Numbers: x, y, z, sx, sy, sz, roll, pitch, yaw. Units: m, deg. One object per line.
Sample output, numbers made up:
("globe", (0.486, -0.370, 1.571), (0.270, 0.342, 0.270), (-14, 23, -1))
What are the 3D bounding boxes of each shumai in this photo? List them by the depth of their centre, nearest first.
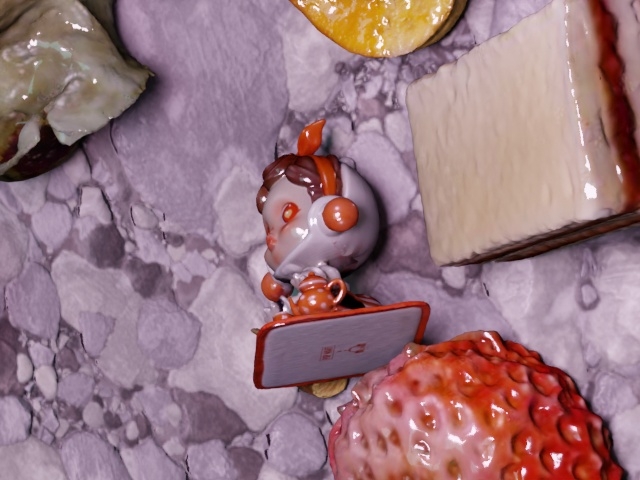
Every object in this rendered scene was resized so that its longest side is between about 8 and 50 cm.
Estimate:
("shumai", (-0.362, -0.217, 1.746), (0.395, 0.395, 0.348), (-12, 115, 33))

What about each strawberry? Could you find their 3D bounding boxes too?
("strawberry", (0.147, 0.248, 1.531), (0.265, 0.149, 0.336), (-45, 71, 25))

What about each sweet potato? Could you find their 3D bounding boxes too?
("sweet potato", (-0.027, 0.117, 1.693), (0.117, 0.049, 0.049), (32, 109, 30))

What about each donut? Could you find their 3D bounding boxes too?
("donut", (0.061, -0.262, 1.597), (0.190, 0.074, 0.174), (30, 107, 23))

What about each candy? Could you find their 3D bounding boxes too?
("candy", (0.195, -0.085, 1.411), (0.320, 0.135, 0.179), (155, 107, -68))

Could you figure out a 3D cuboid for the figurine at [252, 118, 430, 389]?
("figurine", (0.000, 0.000, 1.603), (0.160, 0.183, 0.226), (-7, 67, -8))
